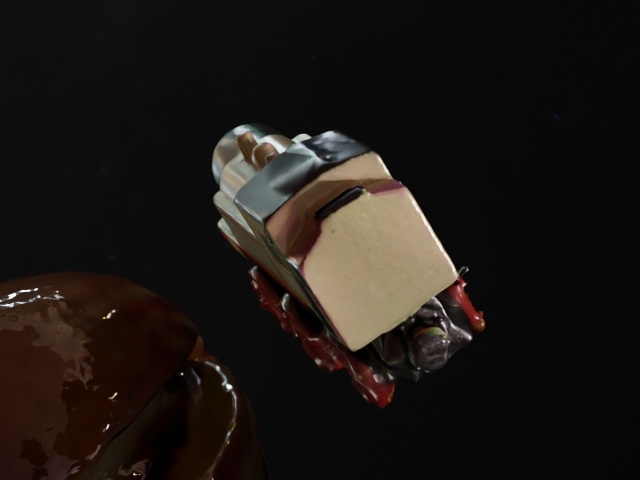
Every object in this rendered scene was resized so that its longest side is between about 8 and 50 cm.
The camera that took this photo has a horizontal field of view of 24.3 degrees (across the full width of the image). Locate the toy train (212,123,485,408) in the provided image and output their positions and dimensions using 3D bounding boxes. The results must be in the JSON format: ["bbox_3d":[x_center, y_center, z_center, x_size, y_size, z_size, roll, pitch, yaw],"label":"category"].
[{"bbox_3d":[0.000,0.000,0.500,0.050,0.087,0.138,-36,-155,-9],"label":"toy train"}]

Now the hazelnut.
[{"bbox_3d":[-0.117,0.131,0.693,0.217,0.251,0.217,-27,-158,12],"label":"hazelnut"}]
